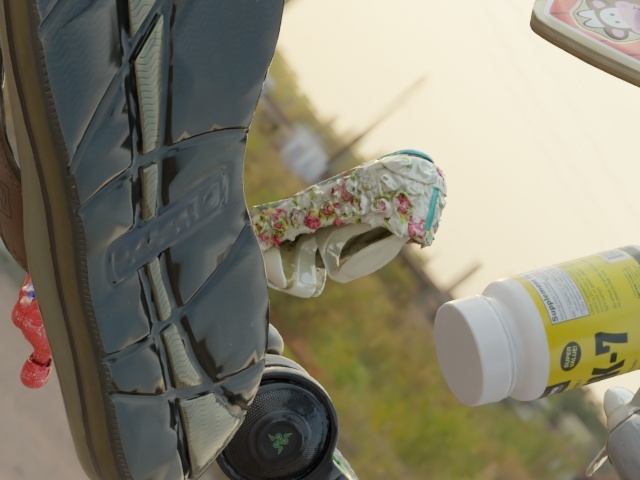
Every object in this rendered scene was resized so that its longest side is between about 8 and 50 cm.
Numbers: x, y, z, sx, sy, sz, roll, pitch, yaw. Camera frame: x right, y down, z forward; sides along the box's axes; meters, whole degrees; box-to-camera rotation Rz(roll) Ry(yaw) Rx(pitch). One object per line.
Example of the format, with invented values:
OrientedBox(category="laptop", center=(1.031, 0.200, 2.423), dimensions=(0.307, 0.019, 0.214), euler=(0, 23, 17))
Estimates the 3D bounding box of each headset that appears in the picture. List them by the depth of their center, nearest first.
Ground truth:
OrientedBox(category="headset", center=(-0.103, 0.165, 2.018), dimensions=(0.243, 0.185, 0.394), euler=(50, -1, 46))

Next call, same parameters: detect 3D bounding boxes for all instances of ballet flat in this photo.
OrientedBox(category="ballet flat", center=(0.000, 0.000, 1.498), dimensions=(0.091, 0.241, 0.077), euler=(17, 62, -36))

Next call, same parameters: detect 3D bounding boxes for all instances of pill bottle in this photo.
OrientedBox(category="pill bottle", center=(0.219, 0.082, 1.836), dimensions=(0.119, 0.208, 0.119), euler=(166, -90, -70))

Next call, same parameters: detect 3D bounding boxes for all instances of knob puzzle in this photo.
OrientedBox(category="knob puzzle", center=(0.201, -0.123, 1.006), dimensions=(0.213, 0.213, 0.030), euler=(52, -34, 44))

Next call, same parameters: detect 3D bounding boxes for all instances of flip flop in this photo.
OrientedBox(category="flip flop", center=(-0.071, -0.036, 0.656), dimensions=(0.080, 0.112, 0.277), euler=(25, -48, 34))

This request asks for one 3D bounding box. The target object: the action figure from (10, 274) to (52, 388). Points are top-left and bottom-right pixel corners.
OrientedBox(category="action figure", center=(-0.210, 0.009, 1.823), dimensions=(0.091, 0.280, 0.139), euler=(23, -8, 2))

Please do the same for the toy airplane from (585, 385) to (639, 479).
OrientedBox(category="toy airplane", center=(0.401, 0.133, 1.458), dimensions=(0.384, 0.386, 0.272), euler=(7, -49, 26))
